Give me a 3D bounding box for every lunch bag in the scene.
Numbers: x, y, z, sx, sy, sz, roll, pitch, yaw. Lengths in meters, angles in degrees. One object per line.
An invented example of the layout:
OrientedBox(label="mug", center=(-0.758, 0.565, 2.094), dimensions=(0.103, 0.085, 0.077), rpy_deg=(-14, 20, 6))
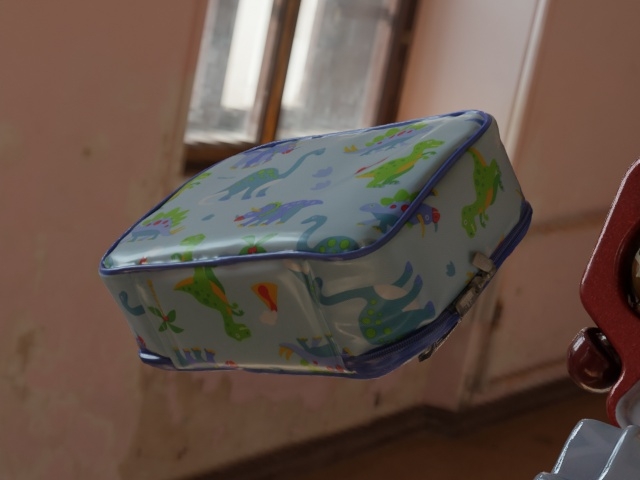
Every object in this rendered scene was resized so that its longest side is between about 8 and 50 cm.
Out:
OrientedBox(label="lunch bag", center=(0.000, 0.000, 0.799), dimensions=(0.219, 0.090, 0.176), rpy_deg=(-5, 29, 38))

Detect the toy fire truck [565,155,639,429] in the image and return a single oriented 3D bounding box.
OrientedBox(label="toy fire truck", center=(0.289, 0.052, 0.962), dimensions=(0.169, 0.254, 0.302), rpy_deg=(24, 25, -43))

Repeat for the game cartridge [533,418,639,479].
OrientedBox(label="game cartridge", center=(0.151, 0.172, 0.334), dimensions=(0.294, 0.196, 0.060), rpy_deg=(17, -27, 37))
